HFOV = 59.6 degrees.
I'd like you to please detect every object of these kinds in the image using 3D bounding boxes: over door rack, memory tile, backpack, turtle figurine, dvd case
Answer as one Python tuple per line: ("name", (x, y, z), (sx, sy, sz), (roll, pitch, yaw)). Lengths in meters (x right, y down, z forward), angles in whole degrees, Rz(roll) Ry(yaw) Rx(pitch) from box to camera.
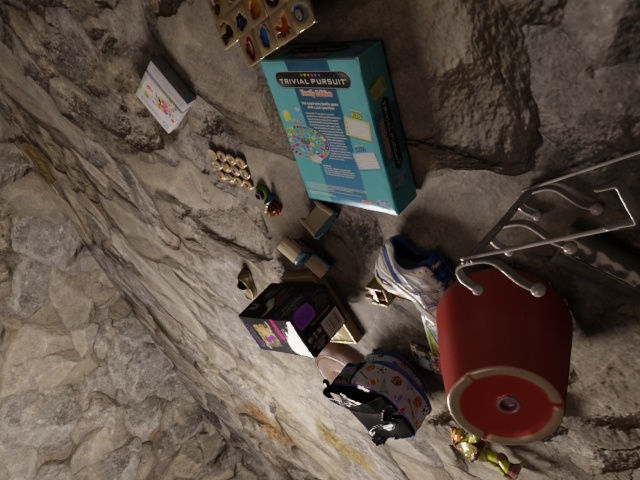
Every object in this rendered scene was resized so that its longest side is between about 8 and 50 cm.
("over door rack", (0.374, -0.036, 0.824), (0.108, 0.239, 0.324), (48, 148, 0))
("memory tile", (-0.252, -0.200, 1.562), (0.148, 0.012, 0.113), (22, 141, 33))
("backpack", (0.190, 0.453, 1.612), (0.276, 0.213, 0.263), (46, 156, -12))
("turtle figurine", (0.456, 0.586, 1.570), (0.218, 0.087, 0.269), (29, 144, 25))
("dvd case", (0.303, 0.326, 1.524), (0.120, 0.013, 0.087), (15, 137, 37))

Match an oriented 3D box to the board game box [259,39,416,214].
("board game box", (0.041, -0.226, 1.139), (0.254, 0.079, 0.335), (15, 137, 40))

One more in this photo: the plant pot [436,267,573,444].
("plant pot", (0.349, 0.229, 1.065), (0.275, 0.243, 0.274), (7, 122, 12))

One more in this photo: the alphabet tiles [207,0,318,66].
("alphabet tiles", (-0.121, -0.492, 1.018), (0.343, 0.011, 0.284), (-9, 104, 52))

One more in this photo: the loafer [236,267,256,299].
("loafer", (-0.262, 0.158, 1.939), (0.056, 0.050, 0.147), (23, 141, 32))

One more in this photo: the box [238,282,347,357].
("box", (-0.085, 0.227, 1.638), (0.271, 0.165, 0.143), (-4, 123, 51))

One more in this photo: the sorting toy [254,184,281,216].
("sorting toy", (-0.150, -0.104, 1.526), (0.102, 0.042, 0.061), (48, 148, -4))

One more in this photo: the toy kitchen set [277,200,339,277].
("toy kitchen set", (0.000, 0.000, 1.458), (0.122, 0.166, 0.207), (41, -176, 8))

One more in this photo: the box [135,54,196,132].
("box", (-0.423, -0.393, 1.518), (0.145, 0.038, 0.186), (51, 149, -9))

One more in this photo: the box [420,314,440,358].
("box", (0.312, 0.220, 1.372), (0.114, 0.036, 0.206), (12, 135, 41))

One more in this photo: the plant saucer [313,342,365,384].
("plant saucer", (0.089, 0.461, 1.886), (0.311, 0.050, 0.310), (30, 146, 24))

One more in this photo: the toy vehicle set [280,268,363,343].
("toy vehicle set", (0.002, 0.202, 1.703), (0.166, 0.035, 0.266), (-7, 121, 52))

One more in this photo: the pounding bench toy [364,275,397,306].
("pounding bench toy", (0.149, 0.140, 1.423), (0.052, 0.083, 0.065), (8, 132, 44))

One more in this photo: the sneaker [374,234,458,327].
("sneaker", (0.252, 0.097, 1.236), (0.297, 0.112, 0.130), (29, 140, 19))

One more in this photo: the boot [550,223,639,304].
("boot", (0.507, 0.030, 0.920), (0.209, 0.076, 0.189), (40, 146, 21))
